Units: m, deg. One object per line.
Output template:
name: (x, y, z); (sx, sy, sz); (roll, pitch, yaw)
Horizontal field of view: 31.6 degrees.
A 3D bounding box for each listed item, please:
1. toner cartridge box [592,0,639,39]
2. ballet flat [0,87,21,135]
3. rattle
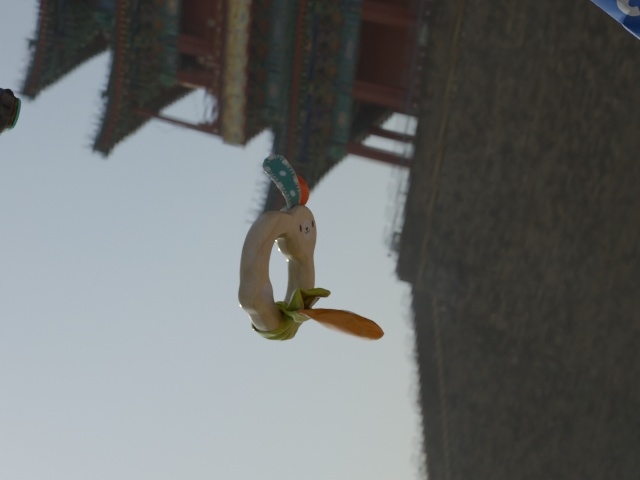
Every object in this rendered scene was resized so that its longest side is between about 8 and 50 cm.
toner cartridge box: (0.223, -0.271, 0.878); (0.075, 0.348, 0.165); (-43, 18, 47)
ballet flat: (-0.399, -0.133, 1.287); (0.203, 0.074, 0.074); (-21, 42, 59)
rattle: (0.000, 0.000, 1.133); (0.130, 0.143, 0.199); (44, -131, -32)
